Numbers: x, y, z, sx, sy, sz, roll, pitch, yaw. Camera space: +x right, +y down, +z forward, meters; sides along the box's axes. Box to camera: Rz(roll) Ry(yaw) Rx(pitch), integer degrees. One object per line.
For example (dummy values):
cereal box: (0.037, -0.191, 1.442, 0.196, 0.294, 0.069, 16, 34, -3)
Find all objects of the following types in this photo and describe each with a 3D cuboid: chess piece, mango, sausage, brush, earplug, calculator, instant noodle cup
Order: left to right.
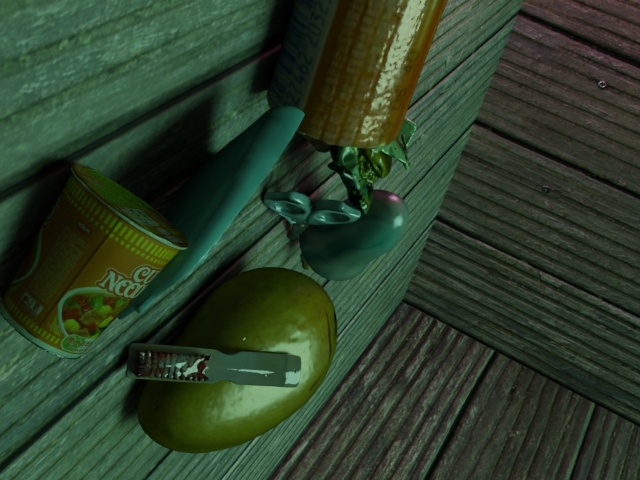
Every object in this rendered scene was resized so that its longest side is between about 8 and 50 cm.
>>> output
instant noodle cup: (-0.275, 0.031, 1.039, 0.185, 0.168, 0.168, -53, 167, 3)
calculator: (-0.162, -0.040, 1.232, 0.256, 0.054, 0.386, -31, -156, 43)
brush: (-0.171, 0.217, 1.521, 0.050, 0.320, 0.060, 2, -96, 60)
mango: (-0.151, 0.229, 1.673, 0.445, 0.220, 0.302, -32, 119, -37)
chess piece: (-0.013, -0.216, 1.720, 0.060, 0.060, 0.172, -63, 164, 0)
sausage: (0.056, -0.321, 1.414, 0.233, 0.233, 0.287, -39, 151, -59)
earplug: (0.089, -0.029, 1.932, 0.185, 0.185, 0.324, -57, -171, -21)

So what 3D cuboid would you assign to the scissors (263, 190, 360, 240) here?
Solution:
scissors: (-0.036, -0.038, 1.839, 0.360, 0.191, 0.030, 125, -25, -74)

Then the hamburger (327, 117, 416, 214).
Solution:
hamburger: (0.103, -0.197, 1.743, 0.260, 0.150, 0.276, 29, 52, -69)

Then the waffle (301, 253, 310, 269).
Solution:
waffle: (0.000, 0.000, 2.235, 0.153, 0.023, 0.097, -56, 166, -20)
